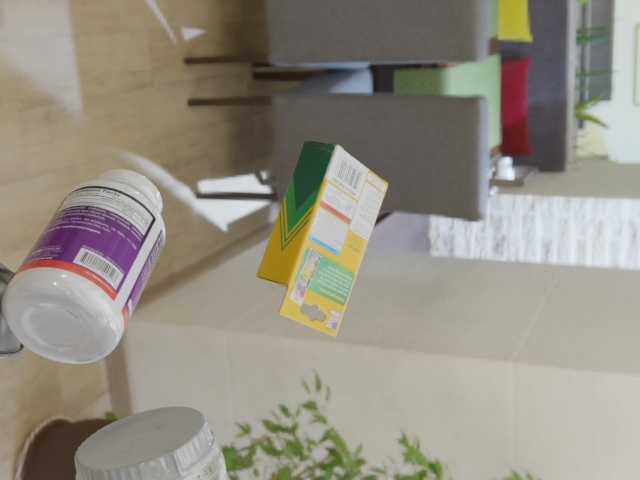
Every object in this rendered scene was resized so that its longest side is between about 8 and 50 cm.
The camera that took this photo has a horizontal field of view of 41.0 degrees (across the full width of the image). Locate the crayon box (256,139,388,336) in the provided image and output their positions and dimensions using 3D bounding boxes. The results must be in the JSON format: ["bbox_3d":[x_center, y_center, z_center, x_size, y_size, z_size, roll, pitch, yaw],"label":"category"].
[{"bbox_3d":[0.000,0.000,1.606,0.203,0.083,0.322,30,76,-53],"label":"crayon box"}]

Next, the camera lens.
[{"bbox_3d":[-0.237,0.419,1.292,0.219,0.219,0.274,-36,116,-60],"label":"camera lens"}]

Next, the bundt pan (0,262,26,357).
[{"bbox_3d":[-0.639,0.093,1.427,0.331,0.331,0.124,-1,107,-66],"label":"bundt pan"}]

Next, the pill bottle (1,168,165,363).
[{"bbox_3d":[-0.358,0.028,1.358,0.323,0.182,0.181,-76,157,-50],"label":"pill bottle"}]
